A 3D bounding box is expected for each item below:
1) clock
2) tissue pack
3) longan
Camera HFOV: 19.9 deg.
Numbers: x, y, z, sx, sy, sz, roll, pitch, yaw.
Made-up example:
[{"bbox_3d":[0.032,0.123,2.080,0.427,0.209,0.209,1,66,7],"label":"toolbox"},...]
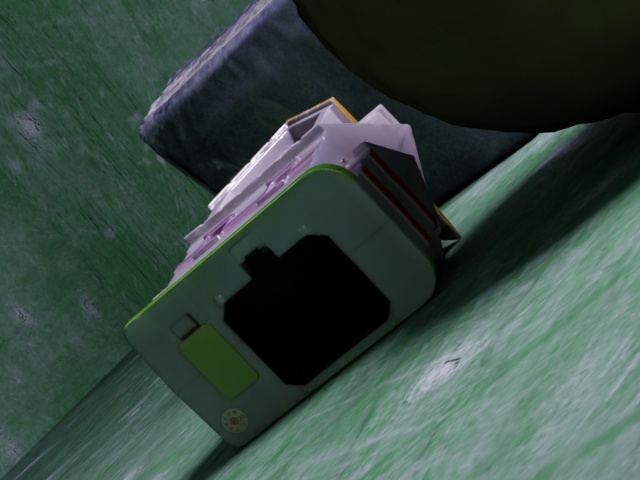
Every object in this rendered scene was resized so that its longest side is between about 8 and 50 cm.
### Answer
[{"bbox_3d":[-0.001,0.000,1.534,0.235,0.166,0.309,-39,11,22],"label":"clock"},{"bbox_3d":[0.024,-0.145,1.932,0.394,0.288,0.124,-36,18,46],"label":"tissue pack"},{"bbox_3d":[0.163,-0.284,1.338,0.404,0.404,0.436,-36,28,52],"label":"longan"}]
